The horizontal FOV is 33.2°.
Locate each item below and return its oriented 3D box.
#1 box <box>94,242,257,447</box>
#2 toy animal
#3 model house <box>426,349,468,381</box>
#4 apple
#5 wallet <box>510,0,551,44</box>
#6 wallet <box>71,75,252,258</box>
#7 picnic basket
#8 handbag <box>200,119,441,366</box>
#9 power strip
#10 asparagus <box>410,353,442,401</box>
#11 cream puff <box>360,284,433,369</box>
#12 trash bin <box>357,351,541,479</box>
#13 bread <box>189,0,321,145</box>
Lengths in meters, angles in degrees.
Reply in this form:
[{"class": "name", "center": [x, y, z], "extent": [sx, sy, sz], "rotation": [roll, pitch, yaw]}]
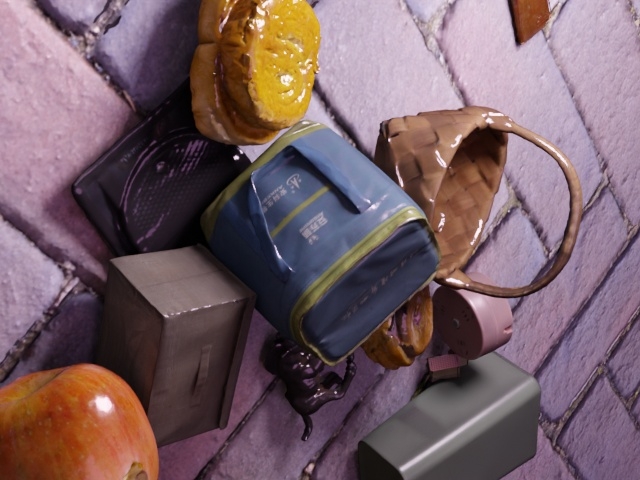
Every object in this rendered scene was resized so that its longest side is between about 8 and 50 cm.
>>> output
[{"class": "box", "center": [-0.205, 0.148, 1.478], "extent": [0.149, 0.155, 0.231], "rotation": [-11, 128, -39]}, {"class": "toy animal", "center": [-0.021, 0.218, 1.784], "extent": [0.148, 0.084, 0.232], "rotation": [-23, 126, -21]}, {"class": "model house", "center": [0.241, 0.224, 2.018], "extent": [0.083, 0.057, 0.058], "rotation": [-10, 134, -1]}, {"class": "apple", "center": [-0.323, 0.289, 1.375], "extent": [0.242, 0.242, 0.241], "rotation": [-30, 105, -31]}, {"class": "wallet", "center": [0.360, -0.435, 1.862], "extent": [0.095, 0.026, 0.176], "rotation": [-42, 134, -25]}, {"class": "wallet", "center": [-0.189, -0.049, 1.510], "extent": [0.247, 0.041, 0.323], "rotation": [-45, 139, -17]}, {"class": "picnic basket", "center": [0.254, -0.057, 1.683], "extent": [0.337, 0.337, 0.293], "rotation": [-2, 111, -43]}, {"class": "handbag", "center": [0.000, 0.000, 1.502], "extent": [0.263, 0.241, 0.222], "rotation": [-43, 148, -7]}, {"class": "power strip", "center": [0.274, 0.137, 1.960], "extent": [0.078, 0.154, 0.154], "rotation": [-24, 125, -26]}, {"class": "asparagus", "center": [0.202, 0.268, 2.055], "extent": [0.015, 0.014, 0.114], "rotation": [40, 81, -29]}, {"class": "cream puff", "center": [0.110, 0.127, 1.809], "extent": [0.189, 0.129, 0.189], "rotation": [15, 73, -62]}, {"class": "trash bin", "center": [0.240, 0.388, 2.046], "extent": [0.343, 0.158, 0.223], "rotation": [-28, 132, -27]}, {"class": "bread", "center": [-0.088, -0.243, 1.438], "extent": [0.198, 0.120, 0.236], "rotation": [-4, 103, -59]}]
